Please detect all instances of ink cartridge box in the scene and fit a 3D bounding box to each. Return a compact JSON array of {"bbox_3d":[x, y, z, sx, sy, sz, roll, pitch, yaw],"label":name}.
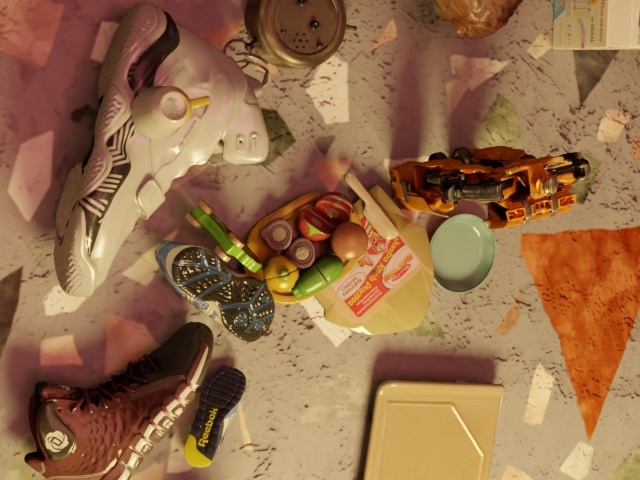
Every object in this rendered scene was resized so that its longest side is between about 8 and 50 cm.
[{"bbox_3d":[0.421,-0.327,1.581,0.089,0.143,0.092,-4,100,-25],"label":"ink cartridge box"}]

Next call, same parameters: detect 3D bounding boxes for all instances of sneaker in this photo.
[{"bbox_3d":[-0.267,0.194,1.359,0.162,0.106,0.281,38,82,-22],"label":"sneaker"},{"bbox_3d":[-0.189,-0.090,1.329,0.210,0.137,0.366,17,87,-24],"label":"sneaker"},{"bbox_3d":[-0.135,0.060,1.418,0.080,0.081,0.211,-52,133,-11],"label":"sneaker"},{"bbox_3d":[-0.145,0.239,1.455,0.053,0.059,0.144,24,69,4],"label":"sneaker"}]

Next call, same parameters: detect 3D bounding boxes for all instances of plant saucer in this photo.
[{"bbox_3d":[0.206,0.018,1.601,0.119,0.021,0.119,-4,99,-26],"label":"plant saucer"}]

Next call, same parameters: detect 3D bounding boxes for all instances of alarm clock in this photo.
[{"bbox_3d":[-0.045,-0.281,1.414,0.192,0.064,0.129,-33,111,-14],"label":"alarm clock"}]

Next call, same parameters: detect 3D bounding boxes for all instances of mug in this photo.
[{"bbox_3d":[-0.172,-0.155,1.231,0.062,0.064,0.078,46,71,-17],"label":"mug"}]

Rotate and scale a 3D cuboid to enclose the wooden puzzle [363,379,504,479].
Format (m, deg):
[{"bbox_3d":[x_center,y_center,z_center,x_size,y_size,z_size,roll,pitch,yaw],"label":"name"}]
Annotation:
[{"bbox_3d":[0.162,0.322,1.621,0.220,0.044,0.239,6,100,-27],"label":"wooden puzzle"}]

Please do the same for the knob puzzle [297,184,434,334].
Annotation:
[{"bbox_3d":[0.076,0.048,1.527,0.213,0.030,0.213,0,90,-15],"label":"knob puzzle"}]

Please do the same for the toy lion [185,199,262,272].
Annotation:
[{"bbox_3d":[-0.119,-0.001,1.392,0.034,0.096,0.100,-45,70,5],"label":"toy lion"}]

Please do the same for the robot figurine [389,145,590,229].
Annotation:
[{"bbox_3d":[0.225,-0.075,1.445,0.211,0.291,0.085,-14,104,-22],"label":"robot figurine"}]

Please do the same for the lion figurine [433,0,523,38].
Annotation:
[{"bbox_3d":[0.303,-0.445,1.480,0.392,0.142,0.240,-26,84,-13],"label":"lion figurine"}]

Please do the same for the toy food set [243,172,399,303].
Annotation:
[{"bbox_3d":[0.000,0.000,1.455,0.218,0.071,0.128,-33,98,-12],"label":"toy food set"}]
